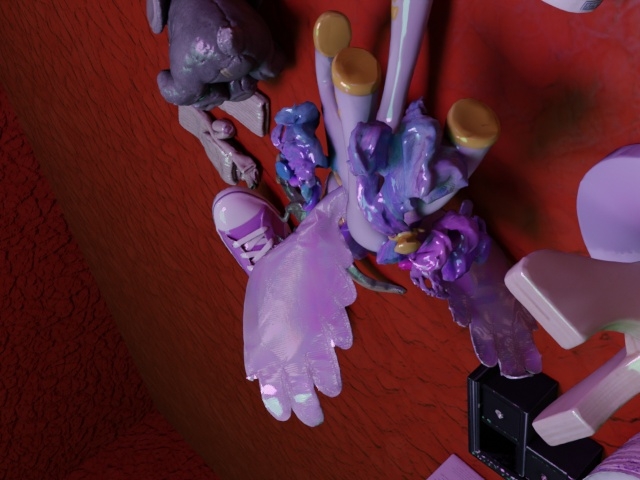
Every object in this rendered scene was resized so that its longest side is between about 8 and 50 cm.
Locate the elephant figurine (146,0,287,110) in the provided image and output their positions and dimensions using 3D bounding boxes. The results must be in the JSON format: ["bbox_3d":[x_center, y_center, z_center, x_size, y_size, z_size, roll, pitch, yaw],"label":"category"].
[{"bbox_3d":[-0.152,-0.291,0.838,0.186,0.169,0.239,-25,83,35],"label":"elephant figurine"}]

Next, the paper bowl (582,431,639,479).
[{"bbox_3d":[0.361,0.333,0.659,0.284,0.148,0.284,51,158,29],"label":"paper bowl"}]

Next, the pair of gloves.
[{"bbox_3d":[-0.163,-0.190,1.075,0.204,0.042,0.240,47,153,15],"label":"pair of gloves"}]

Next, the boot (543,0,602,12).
[{"bbox_3d":[0.136,-0.247,0.502,0.190,0.069,0.086,36,142,19],"label":"boot"}]

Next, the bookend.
[{"bbox_3d":[0.258,0.230,0.829,0.157,0.072,0.156,31,145,38],"label":"bookend"}]

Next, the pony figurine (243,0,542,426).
[{"bbox_3d":[0.062,-0.033,0.688,0.363,0.303,0.351,98,163,-58],"label":"pony figurine"}]

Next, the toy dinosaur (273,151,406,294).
[{"bbox_3d":[0.000,0.000,1.008,0.268,0.064,0.118,48,146,6],"label":"toy dinosaur"}]

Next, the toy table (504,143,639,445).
[{"bbox_3d":[0.272,0.074,0.530,0.274,0.161,0.252,44,152,20],"label":"toy table"}]

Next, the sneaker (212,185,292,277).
[{"bbox_3d":[-0.068,0.051,1.074,0.282,0.102,0.161,57,-175,-26],"label":"sneaker"}]

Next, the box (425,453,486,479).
[{"bbox_3d":[0.183,0.445,1.089,0.091,0.170,0.130,35,148,34],"label":"box"}]
